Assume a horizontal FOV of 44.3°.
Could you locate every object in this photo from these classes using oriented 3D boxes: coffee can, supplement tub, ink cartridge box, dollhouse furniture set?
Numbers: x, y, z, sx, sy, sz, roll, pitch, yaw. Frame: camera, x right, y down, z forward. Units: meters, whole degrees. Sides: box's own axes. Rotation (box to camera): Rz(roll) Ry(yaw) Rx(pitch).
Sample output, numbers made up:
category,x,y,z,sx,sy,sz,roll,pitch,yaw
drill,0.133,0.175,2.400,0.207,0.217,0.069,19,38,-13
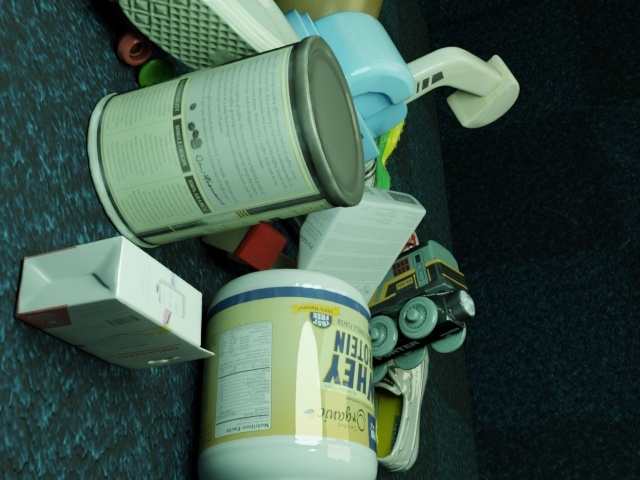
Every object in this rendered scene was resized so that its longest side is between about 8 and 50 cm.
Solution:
category,x,y,z,sx,sy,sz,roll,pitch,yaw
coffee can,-0.107,-0.113,0.950,0.201,0.275,0.201,-11,90,-73
supplement tub,-0.042,0.221,1.025,0.228,0.228,0.316,52,32,-55
ink cartridge box,0.036,0.024,1.216,0.189,0.232,0.066,6,36,-45
ink cartridge box,-0.201,0.073,0.814,0.198,0.115,0.067,51,33,-58
dollhouse furniture set,0.000,0.000,1.267,0.201,0.152,0.374,-59,154,-5

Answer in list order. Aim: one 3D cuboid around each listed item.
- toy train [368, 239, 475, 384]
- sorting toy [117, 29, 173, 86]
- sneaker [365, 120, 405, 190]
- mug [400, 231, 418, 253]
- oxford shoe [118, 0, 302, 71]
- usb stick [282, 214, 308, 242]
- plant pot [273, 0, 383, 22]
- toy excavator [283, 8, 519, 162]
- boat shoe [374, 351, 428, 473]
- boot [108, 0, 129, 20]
category,x,y,z,sx,sy,sz,roll,pitch,yaw
toy train,0.128,0.138,1.455,0.142,0.334,0.190,28,44,-42
sorting toy,-0.232,-0.246,1.035,0.042,0.061,0.102,49,-5,29
sneaker,0.060,-0.165,1.584,0.146,0.134,0.343,32,61,-38
mug,0.136,0.050,1.767,0.113,0.169,0.150,-13,91,-73
oxford shoe,-0.082,-0.249,1.056,0.449,0.169,0.130,40,48,-44
usb stick,-0.047,-0.052,1.476,0.278,0.045,0.077,56,34,-50
plant pot,-0.005,-0.393,1.571,0.237,0.237,0.254,34,62,-65
toy excavator,0.113,-0.270,1.377,0.433,0.445,0.222,51,14,-57
boat shoe,0.147,0.314,1.735,0.156,0.136,0.367,45,47,-55
boot,-0.253,-0.411,1.005,0.176,0.088,0.244,48,43,-58
